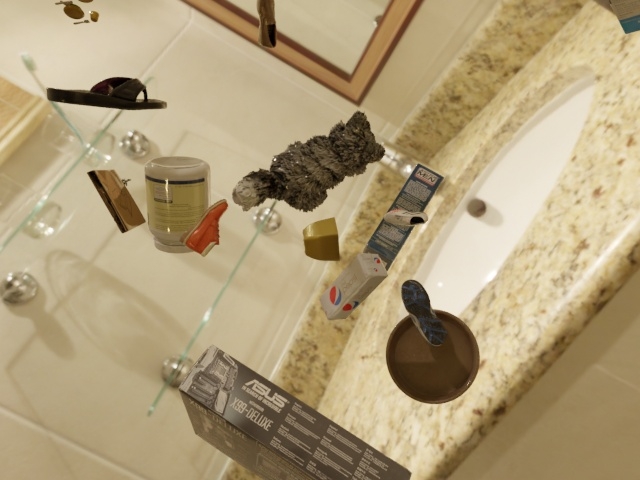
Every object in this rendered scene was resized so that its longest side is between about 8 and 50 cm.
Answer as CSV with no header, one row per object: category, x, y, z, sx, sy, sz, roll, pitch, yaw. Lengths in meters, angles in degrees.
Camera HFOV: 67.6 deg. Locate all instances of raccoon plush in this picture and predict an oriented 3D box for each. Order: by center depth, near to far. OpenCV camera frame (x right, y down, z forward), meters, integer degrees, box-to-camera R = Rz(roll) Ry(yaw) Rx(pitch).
raccoon plush,-0.003,-0.201,1.365,0.299,0.216,0.446,-27,15,35

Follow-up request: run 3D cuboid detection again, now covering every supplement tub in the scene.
supplement tub,-0.533,-0.137,1.806,0.235,0.236,0.324,-73,-11,-67

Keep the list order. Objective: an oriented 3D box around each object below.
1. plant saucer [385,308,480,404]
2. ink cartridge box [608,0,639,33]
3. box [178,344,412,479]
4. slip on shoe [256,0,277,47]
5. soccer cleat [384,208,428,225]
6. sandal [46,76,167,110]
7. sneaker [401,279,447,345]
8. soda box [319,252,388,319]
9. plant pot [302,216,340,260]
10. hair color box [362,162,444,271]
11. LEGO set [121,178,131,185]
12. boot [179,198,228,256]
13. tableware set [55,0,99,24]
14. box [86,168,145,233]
plant saucer,0.334,0.345,1.434,0.277,0.278,0.041,-61,-29,-5
ink cartridge box,0.550,-0.473,0.839,0.060,0.180,0.104,10,66,58
box,-0.050,0.300,0.687,0.076,0.308,0.242,-53,-15,-33
slip on shoe,-0.124,-0.531,1.148,0.051,0.041,0.135,-31,-36,-39
soccer cleat,0.160,-0.041,0.899,0.035,0.083,0.029,-52,-37,-62
sandal,-0.671,-0.490,1.578,0.446,0.168,0.106,-25,-55,-64
sneaker,0.287,0.211,1.370,0.081,0.080,0.211,77,174,-63
soda box,0.084,0.126,1.273,0.216,0.069,0.073,-53,47,39
plant pot,0.000,0.000,1.159,0.081,0.083,0.081,-98,3,-57
hair color box,0.270,-0.069,1.597,0.347,0.105,0.174,-55,-9,-18
LEGO set,-0.635,-0.173,1.509,0.083,0.023,0.054,-46,42,1
boot,-0.278,-0.032,1.231,0.158,0.085,0.059,-51,-3,-7
tableware set,-0.598,-0.592,1.169,0.154,0.104,0.024,66,-160,-73
box,-0.513,-0.105,1.217,0.021,0.164,0.201,-27,12,-4
